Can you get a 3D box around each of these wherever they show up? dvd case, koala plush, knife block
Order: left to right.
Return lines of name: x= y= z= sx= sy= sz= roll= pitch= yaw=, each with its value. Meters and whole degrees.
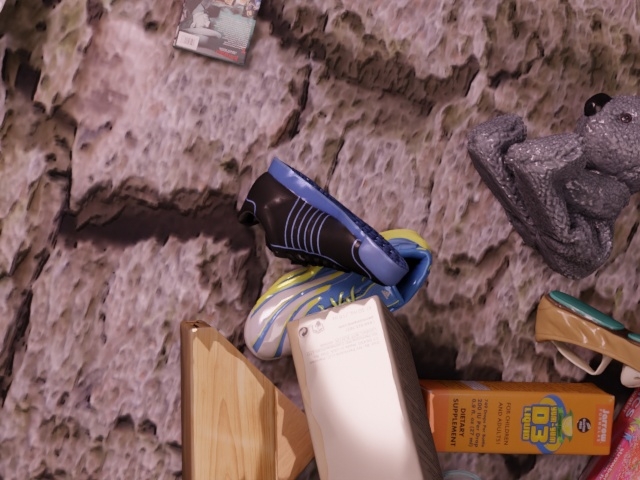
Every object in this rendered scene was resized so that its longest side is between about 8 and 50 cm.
knife block: x=-0.121 y=0.260 z=1.874 sx=0.275 sy=0.088 sz=0.242 roll=45 pitch=82 yaw=-11
dvd case: x=-0.113 y=-0.267 z=1.893 sx=0.087 sy=0.013 sz=0.119 roll=14 pitch=88 yaw=-13
koala plush: x=0.323 y=-0.088 z=1.921 sx=0.221 sy=0.196 sz=0.203 roll=-35 pitch=111 yaw=-10

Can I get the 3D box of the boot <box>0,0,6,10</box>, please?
boot: x=-0.416 y=-0.246 z=1.780 sx=0.123 sy=0.095 sz=0.258 roll=31 pitch=90 yaw=-14

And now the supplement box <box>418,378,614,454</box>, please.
supplement box: x=0.225 y=0.208 z=1.958 sx=0.233 sy=0.080 sz=0.078 roll=2 pitch=94 yaw=-15

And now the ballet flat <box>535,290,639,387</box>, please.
ballet flat: x=0.350 y=0.131 z=1.934 sx=0.080 sy=0.232 sz=0.073 roll=5 pitch=107 yaw=-51

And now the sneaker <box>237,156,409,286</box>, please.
sneaker: x=0.000 y=0.000 z=1.845 sx=0.090 sy=0.232 sz=0.081 roll=-54 pitch=141 yaw=6

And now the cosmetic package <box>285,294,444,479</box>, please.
cosmetic package: x=0.063 y=0.235 z=1.790 sx=0.113 sy=0.160 sz=0.309 roll=-17 pitch=64 yaw=10

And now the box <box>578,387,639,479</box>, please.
box: x=0.460 y=0.214 z=1.973 sx=0.142 sy=0.154 sz=0.300 roll=34 pitch=86 yaw=-12

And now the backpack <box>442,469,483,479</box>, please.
backpack: x=0.130 y=0.353 z=1.900 sx=0.188 sy=0.144 sz=0.166 roll=-23 pitch=96 yaw=15

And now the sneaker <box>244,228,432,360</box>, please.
sneaker: x=0.025 y=0.059 z=1.880 sx=0.240 sy=0.126 sz=0.091 roll=-33 pitch=99 yaw=-10
